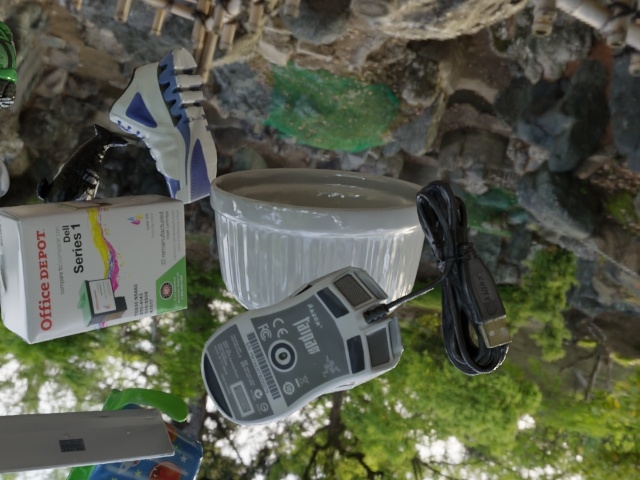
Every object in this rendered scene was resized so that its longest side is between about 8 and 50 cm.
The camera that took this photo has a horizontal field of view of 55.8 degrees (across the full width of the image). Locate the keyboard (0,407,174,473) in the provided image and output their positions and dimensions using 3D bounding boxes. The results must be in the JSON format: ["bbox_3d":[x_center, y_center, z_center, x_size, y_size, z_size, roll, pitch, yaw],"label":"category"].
[{"bbox_3d":[-0.296,0.235,0.715,0.256,0.014,0.072,11,-142,-41],"label":"keyboard"}]

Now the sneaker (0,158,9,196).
[{"bbox_3d":[-0.594,-0.084,0.862,0.281,0.105,0.115,3,-147,-2],"label":"sneaker"}]

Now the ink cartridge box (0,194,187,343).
[{"bbox_3d":[-0.376,0.037,1.016,0.278,0.201,0.117,-10,-164,-43],"label":"ink cartridge box"}]

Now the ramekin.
[{"bbox_3d":[0.000,0.000,0.577,0.207,0.109,0.207,3,-164,-1],"label":"ramekin"}]

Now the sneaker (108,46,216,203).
[{"bbox_3d":[-0.336,-0.231,1.278,0.182,0.315,0.127,-4,-171,20],"label":"sneaker"}]

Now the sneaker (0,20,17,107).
[{"bbox_3d":[-0.655,-0.306,0.948,0.344,0.146,0.134,7,173,-15],"label":"sneaker"}]

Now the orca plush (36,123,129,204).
[{"bbox_3d":[-0.533,-0.120,1.381,0.102,0.287,0.151,24,161,46],"label":"orca plush"}]

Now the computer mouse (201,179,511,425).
[{"bbox_3d":[0.011,0.051,0.360,0.193,0.106,0.042,-26,173,22],"label":"computer mouse"}]

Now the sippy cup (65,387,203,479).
[{"bbox_3d":[-0.367,0.448,1.211,0.224,0.240,0.305,28,145,-12],"label":"sippy cup"}]
